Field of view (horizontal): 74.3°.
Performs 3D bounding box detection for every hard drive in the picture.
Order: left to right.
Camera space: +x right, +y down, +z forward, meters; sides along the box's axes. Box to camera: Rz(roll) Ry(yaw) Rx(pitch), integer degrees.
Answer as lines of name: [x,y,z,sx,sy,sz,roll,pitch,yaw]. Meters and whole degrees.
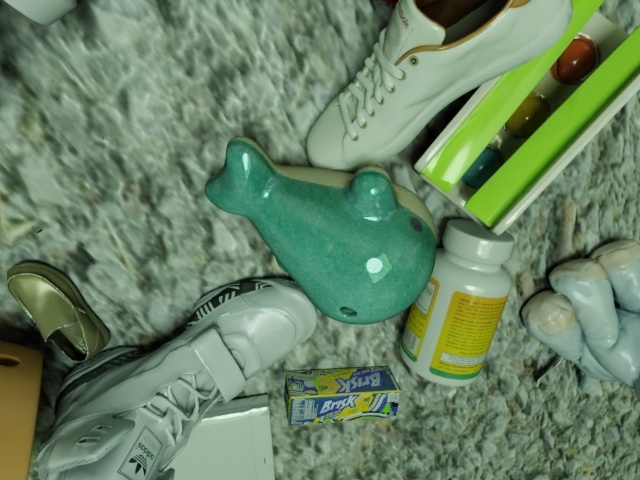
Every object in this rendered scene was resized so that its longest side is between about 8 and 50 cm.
hard drive: [-0.226,0.346,0.641,0.306,0.040,0.203,-6,113,-11]

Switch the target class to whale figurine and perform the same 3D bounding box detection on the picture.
whale figurine: [0.000,0.000,0.468,0.271,0.141,0.216,28,143,-20]

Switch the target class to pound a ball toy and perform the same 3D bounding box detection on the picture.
pound a ball toy: [0.230,-0.194,0.490,0.208,0.135,0.319,40,103,7]

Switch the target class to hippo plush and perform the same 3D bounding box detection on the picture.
hippo plush: [0.453,0.166,0.608,0.234,0.237,0.295,13,108,-17]

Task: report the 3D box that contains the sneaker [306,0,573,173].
sneaker: [0.073,-0.170,0.407,0.290,0.106,0.123,-32,152,32]

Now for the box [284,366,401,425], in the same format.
box: [0.032,0.234,0.640,0.168,0.059,0.054,2,113,-13]

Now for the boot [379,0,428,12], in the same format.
boot: [0.156,-0.292,0.396,0.236,0.085,0.179,35,109,19]

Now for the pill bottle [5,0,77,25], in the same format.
pill bottle: [-0.165,-0.305,0.325,0.264,0.153,0.153,-38,115,4]

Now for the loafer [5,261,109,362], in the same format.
loafer: [-0.315,0.089,0.509,0.056,0.050,0.148,-33,115,2]

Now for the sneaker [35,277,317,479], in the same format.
sneaker: [-0.157,0.187,0.496,0.365,0.210,0.138,-25,115,-2]

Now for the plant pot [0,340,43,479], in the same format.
plant pot: [-0.418,0.213,0.431,0.203,0.291,0.291,9,111,-34]

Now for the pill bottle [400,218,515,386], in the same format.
pill bottle: [0.189,0.082,0.582,0.117,0.118,0.209,5,110,-14]
